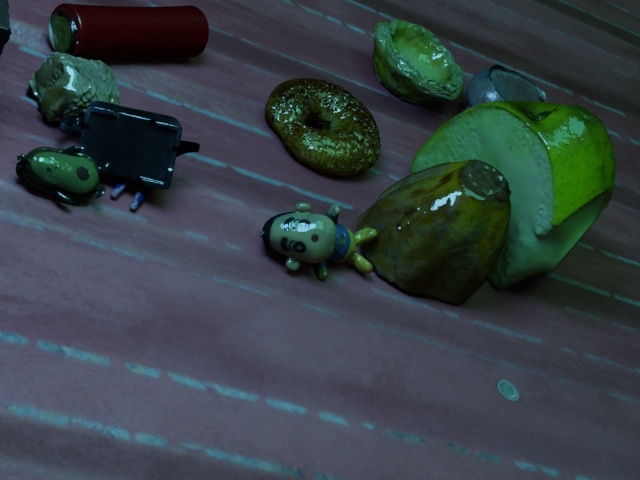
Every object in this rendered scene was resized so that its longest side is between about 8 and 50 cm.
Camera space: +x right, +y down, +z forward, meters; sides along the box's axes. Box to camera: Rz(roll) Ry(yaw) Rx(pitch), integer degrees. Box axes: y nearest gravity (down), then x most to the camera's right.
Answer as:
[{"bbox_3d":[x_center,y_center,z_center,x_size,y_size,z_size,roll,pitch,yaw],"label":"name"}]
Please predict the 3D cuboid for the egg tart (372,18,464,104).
[{"bbox_3d":[0.164,-0.297,2.029,0.197,0.078,0.197,24,38,-20],"label":"egg tart"}]

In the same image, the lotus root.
[{"bbox_3d":[0.170,-0.037,1.654,0.199,0.180,0.188,16,44,-26],"label":"lotus root"}]

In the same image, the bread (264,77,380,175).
[{"bbox_3d":[0.008,-0.175,1.774,0.193,0.064,0.193,19,41,-18],"label":"bread"}]

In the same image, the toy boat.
[{"bbox_3d":[0.339,-0.230,2.111,0.227,0.085,0.155,11,49,-47],"label":"toy boat"}]

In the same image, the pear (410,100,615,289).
[{"bbox_3d":[0.314,-0.104,1.760,0.176,0.282,0.286,-15,59,-38],"label":"pear"}]

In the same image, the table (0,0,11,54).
[{"bbox_3d":[-0.478,-0.273,1.395,0.169,0.172,0.193,11,46,-31],"label":"table"}]

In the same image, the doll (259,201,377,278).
[{"bbox_3d":[0.000,0.000,1.555,0.179,0.102,0.089,7,1,-29],"label":"doll"}]

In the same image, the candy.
[{"bbox_3d":[-0.319,-0.197,1.526,0.110,0.085,0.095,7,52,-50],"label":"candy"}]

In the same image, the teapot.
[{"bbox_3d":[-0.240,-0.131,1.491,0.177,0.087,0.096,12,21,-10],"label":"teapot"}]

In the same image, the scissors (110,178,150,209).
[{"bbox_3d":[-0.231,-0.077,1.508,0.039,0.012,0.113,33,35,-4],"label":"scissors"}]

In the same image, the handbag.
[{"bbox_3d":[-0.313,-0.080,1.410,0.111,0.047,0.072,14,77,-30],"label":"handbag"}]

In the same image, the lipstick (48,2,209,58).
[{"bbox_3d":[-0.269,-0.297,1.672,0.241,0.080,0.080,-11,56,-45],"label":"lipstick"}]
